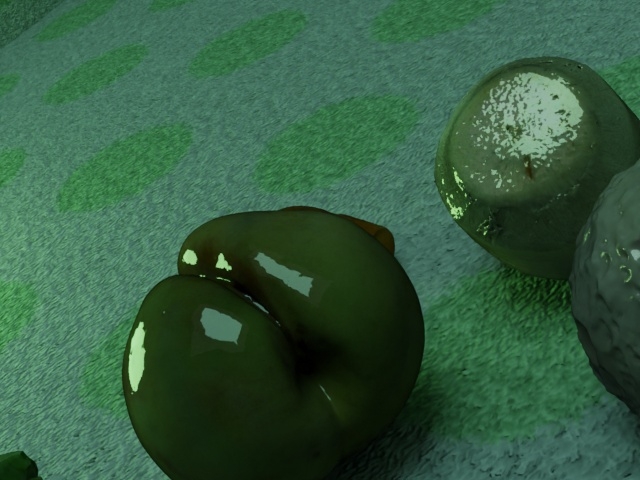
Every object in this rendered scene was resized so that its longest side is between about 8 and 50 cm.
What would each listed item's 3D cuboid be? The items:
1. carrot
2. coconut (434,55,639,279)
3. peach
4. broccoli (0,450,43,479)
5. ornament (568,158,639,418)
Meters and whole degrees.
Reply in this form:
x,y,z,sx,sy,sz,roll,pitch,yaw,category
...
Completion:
x,y,z,sx,sy,sz,roll,pitch,yaw,category
0.000,0.000,1.293,0.193,0.087,0.087,0,38,40,carrot
0.237,-0.068,1.090,0.224,0.234,0.224,-15,63,31,coconut
-0.048,0.107,0.997,0.292,0.247,0.292,-48,13,14,peach
-0.193,0.282,0.801,0.254,0.269,0.269,-28,25,-32,broccoli
0.322,0.029,0.828,0.259,0.225,0.259,-21,28,12,ornament
